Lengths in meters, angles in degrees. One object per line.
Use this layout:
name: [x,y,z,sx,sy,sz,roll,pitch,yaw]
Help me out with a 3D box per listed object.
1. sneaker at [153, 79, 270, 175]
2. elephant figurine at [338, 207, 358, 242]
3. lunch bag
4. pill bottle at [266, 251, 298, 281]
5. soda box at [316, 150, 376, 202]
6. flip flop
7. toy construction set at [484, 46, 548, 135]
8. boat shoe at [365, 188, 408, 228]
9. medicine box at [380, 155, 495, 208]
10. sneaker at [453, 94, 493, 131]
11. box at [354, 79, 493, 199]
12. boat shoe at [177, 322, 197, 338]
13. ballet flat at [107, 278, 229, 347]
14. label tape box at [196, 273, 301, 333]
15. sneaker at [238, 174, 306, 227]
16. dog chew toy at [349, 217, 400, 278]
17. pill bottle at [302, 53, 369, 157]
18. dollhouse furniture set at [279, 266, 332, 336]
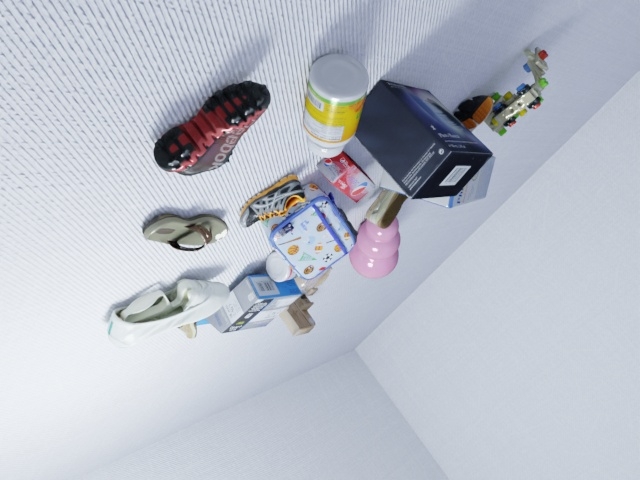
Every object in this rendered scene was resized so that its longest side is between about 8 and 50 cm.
sneaker: [-0.215,-0.229,1.296,0.276,0.098,0.135,-36,160,3]
elephant figurine: [0.000,0.000,2.149,0.239,0.186,0.169,-30,-155,10]
lunch bag: [-0.030,-0.029,1.923,0.243,0.115,0.303,-35,137,0]
pill bottle: [-0.097,0.081,2.179,0.180,0.108,0.108,-11,148,-52]
soda box: [0.085,-0.199,1.899,0.092,0.083,0.263,-41,161,10]
flip flop: [-0.340,-0.012,1.592,0.112,0.080,0.277,-44,159,18]
toy construction set: [0.679,-0.496,2.116,0.215,0.151,0.328,-49,173,-47]
boat shoe: [0.273,-0.188,2.233,0.302,0.098,0.109,-57,142,-1]
medicine box: [0.388,-0.227,2.027,0.289,0.263,0.149,-17,121,-50]
sneaker: [0.507,-0.413,2.157,0.262,0.099,0.121,-44,170,35]
box: [0.281,-0.283,1.730,0.296,0.294,0.183,-9,143,-54]
boat shoe: [-0.461,0.278,2.080,0.072,0.068,0.190,-16,144,-21]
ballet flat: [-0.442,0.191,1.834,0.400,0.139,0.139,-23,156,-33]
label tape box: [-0.263,0.253,2.220,0.333,0.106,0.240,-42,157,29]
sneaker: [-0.137,-0.099,1.745,0.214,0.083,0.084,-36,162,1]
dog chew toy: [0.228,0.004,2.454,0.206,0.207,0.332,-27,150,-27]
pill bottle: [0.028,-0.311,1.468,0.136,0.136,0.246,-29,159,-22]
dollhouse furniture set: [-0.009,0.216,2.538,0.355,0.174,0.303,-45,160,22]
